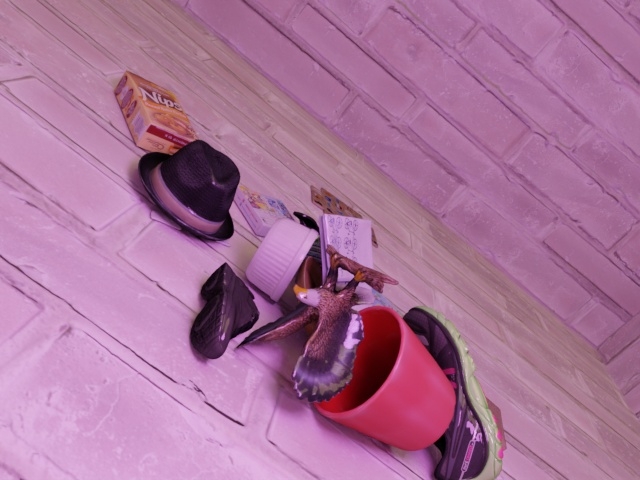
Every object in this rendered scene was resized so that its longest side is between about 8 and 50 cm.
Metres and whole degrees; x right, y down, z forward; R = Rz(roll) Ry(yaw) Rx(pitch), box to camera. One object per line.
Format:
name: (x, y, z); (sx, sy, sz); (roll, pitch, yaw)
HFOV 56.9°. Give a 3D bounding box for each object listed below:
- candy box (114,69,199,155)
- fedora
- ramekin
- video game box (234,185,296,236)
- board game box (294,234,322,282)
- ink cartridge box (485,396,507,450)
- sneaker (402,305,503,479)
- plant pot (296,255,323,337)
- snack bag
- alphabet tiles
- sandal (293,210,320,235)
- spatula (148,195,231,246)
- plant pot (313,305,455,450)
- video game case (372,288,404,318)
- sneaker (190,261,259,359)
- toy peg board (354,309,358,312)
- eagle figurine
candy box: (-0.496, -0.374, 1.794); (0.183, 0.087, 0.316); (20, 29, -45)
fedora: (-0.310, -0.157, 1.537); (0.334, 0.152, 0.334); (39, 18, -15)
ramekin: (-0.102, 0.041, 1.490); (0.109, 0.207, 0.207); (31, 20, -1)
video game box: (-0.161, -0.076, 1.847); (0.205, 0.048, 0.187); (16, 34, -51)
board game box: (0.026, 0.094, 1.670); (0.194, 0.060, 0.194); (20, 66, -34)
ink cartridge box: (0.399, 0.476, 1.653); (0.235, 0.088, 0.193); (41, 21, -1)
sneaker: (0.284, 0.363, 1.467); (0.185, 0.202, 0.483); (80, -5, -47)
plant pot: (-0.017, 0.158, 1.481); (0.236, 0.032, 0.236); (-11, 90, -78)
snack bag: (0.081, 0.105, 1.583); (0.323, 0.037, 0.342); (5, 82, -64)
alphabet tiles: (0.098, -0.099, 2.429); (0.342, 0.011, 0.285); (34, 21, -19)
sandal: (-0.038, -0.040, 1.940); (0.067, 0.040, 0.179); (17, -19, 34)
spatula: (-0.343, -0.069, 1.538); (0.242, 0.019, 0.168); (24, 25, -39)
plant pot: (0.150, 0.323, 1.307); (0.243, 0.275, 0.275); (43, 17, -25)
video game case: (0.218, 0.250, 1.890); (0.285, 0.025, 0.204); (43, 20, 5)
sneaker: (-0.186, 0.155, 1.237); (0.130, 0.109, 0.286); (41, 21, -19)
toy peg board: (0.146, 0.275, 1.502); (0.161, 0.079, 0.160); (58, 20, -29)
eagle figurine: (-0.007, 0.163, 1.247); (0.225, 0.298, 0.226); (32, -5, -14)
